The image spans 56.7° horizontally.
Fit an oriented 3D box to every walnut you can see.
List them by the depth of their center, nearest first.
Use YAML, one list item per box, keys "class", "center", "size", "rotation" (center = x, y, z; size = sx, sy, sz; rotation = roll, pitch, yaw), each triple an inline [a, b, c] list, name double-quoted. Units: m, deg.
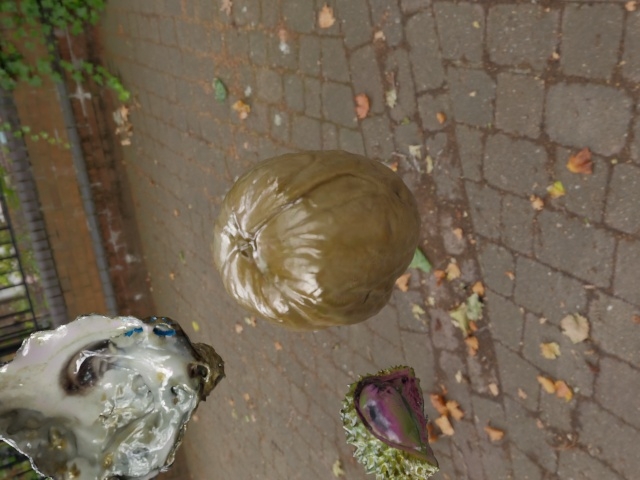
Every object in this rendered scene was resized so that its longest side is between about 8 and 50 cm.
- class: "walnut"
  center: [0.001, 0.002, 0.881]
  size: [0.252, 0.313, 0.277]
  rotation: [24, 103, 37]

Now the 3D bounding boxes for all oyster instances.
- class: "oyster"
  center: [-0.242, 0.170, 0.674]
  size: [0.223, 0.214, 0.083]
  rotation: [41, 164, -18]

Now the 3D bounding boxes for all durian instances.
- class: "durian"
  center: [0.064, 0.233, 0.761]
  size: [0.119, 0.108, 0.187]
  rotation: [-54, 20, 26]

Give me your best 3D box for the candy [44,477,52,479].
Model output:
- class: "candy"
  center: [-0.591, 0.574, 1.120]
  size: [0.092, 0.335, 0.093]
  rotation: [48, 167, 8]
